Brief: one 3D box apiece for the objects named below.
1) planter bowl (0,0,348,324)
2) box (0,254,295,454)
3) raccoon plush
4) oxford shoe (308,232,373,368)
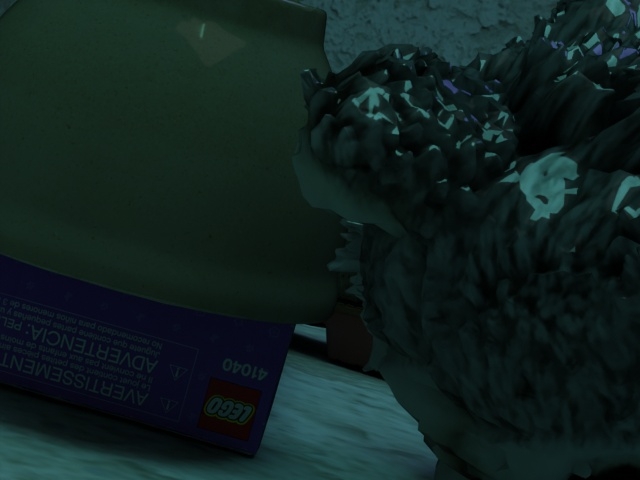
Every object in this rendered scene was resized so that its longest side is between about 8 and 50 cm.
[{"bbox_3d":[-0.057,-0.046,0.672,0.162,0.109,0.162,17,6,-2],"label":"planter bowl"},{"bbox_3d":[-0.108,0.016,0.806,0.201,0.057,0.293,17,4,0],"label":"box"},{"bbox_3d":[0.120,-0.089,0.630,0.216,0.446,0.299,-1,-22,18],"label":"raccoon plush"},{"bbox_3d":[-0.035,-0.018,1.033,0.348,0.130,0.123,16,4,6],"label":"oxford shoe"}]
